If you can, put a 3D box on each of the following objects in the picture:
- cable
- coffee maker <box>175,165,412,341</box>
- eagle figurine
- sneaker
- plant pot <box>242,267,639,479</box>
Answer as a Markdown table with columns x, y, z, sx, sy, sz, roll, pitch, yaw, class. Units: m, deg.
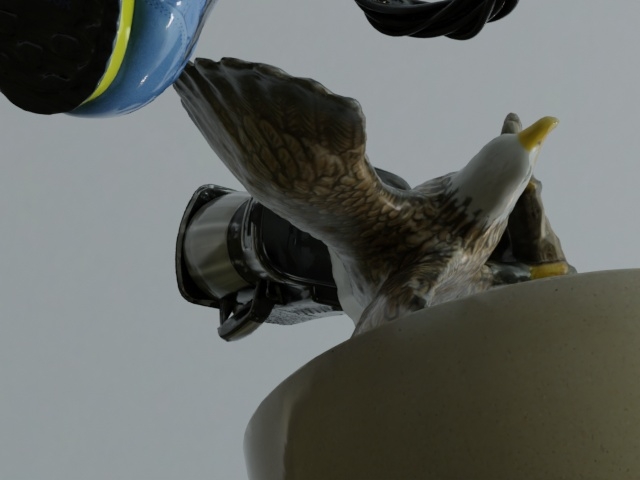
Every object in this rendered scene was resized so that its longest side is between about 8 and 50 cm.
| x | y | z | sx | sy | sz | roll | pitch | yaw | class |
| --- | --- | --- | --- | --- | --- | --- | --- | --- | --- |
| 0.082 | -0.204 | 1.387 | 0.151 | 0.047 | 0.184 | 19 | -42 | -31 | cable |
| 0.000 | 0.000 | 1.464 | 0.171 | 0.120 | 0.178 | -12 | 1 | -25 | coffee maker |
| 0.042 | 0.005 | 1.086 | 0.226 | 0.298 | 0.225 | 25 | -68 | 33 | eagle figurine |
| -0.044 | -0.136 | 0.611 | 0.069 | 0.082 | 0.209 | 29 | -68 | 24 | sneaker |
| 0.116 | 0.161 | 0.905 | 0.284 | 0.191 | 0.284 | -7 | -27 | -4 | plant pot |
